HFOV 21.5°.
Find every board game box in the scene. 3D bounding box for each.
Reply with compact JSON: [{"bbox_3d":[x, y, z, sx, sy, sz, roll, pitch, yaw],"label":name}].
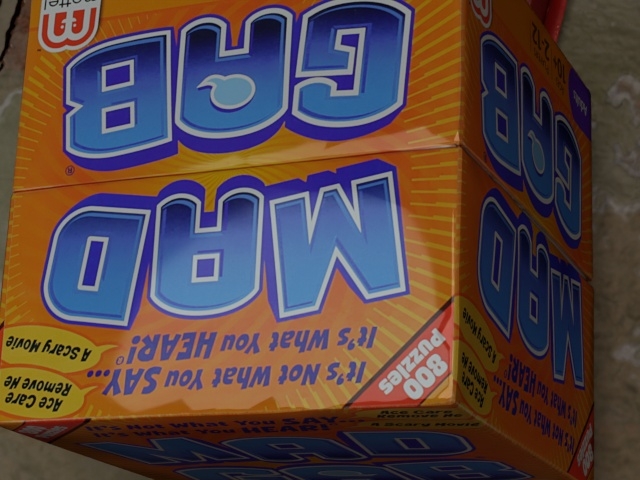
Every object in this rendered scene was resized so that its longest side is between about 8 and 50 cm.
[{"bbox_3d":[0.000,0.000,1.340,0.356,0.356,0.356,-5,72,23],"label":"board game box"}]

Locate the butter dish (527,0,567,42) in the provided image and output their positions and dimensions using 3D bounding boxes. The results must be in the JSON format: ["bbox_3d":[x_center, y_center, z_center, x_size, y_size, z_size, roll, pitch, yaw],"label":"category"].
[{"bbox_3d":[0.145,-0.239,1.554,0.160,0.118,0.159,12,76,13],"label":"butter dish"}]
